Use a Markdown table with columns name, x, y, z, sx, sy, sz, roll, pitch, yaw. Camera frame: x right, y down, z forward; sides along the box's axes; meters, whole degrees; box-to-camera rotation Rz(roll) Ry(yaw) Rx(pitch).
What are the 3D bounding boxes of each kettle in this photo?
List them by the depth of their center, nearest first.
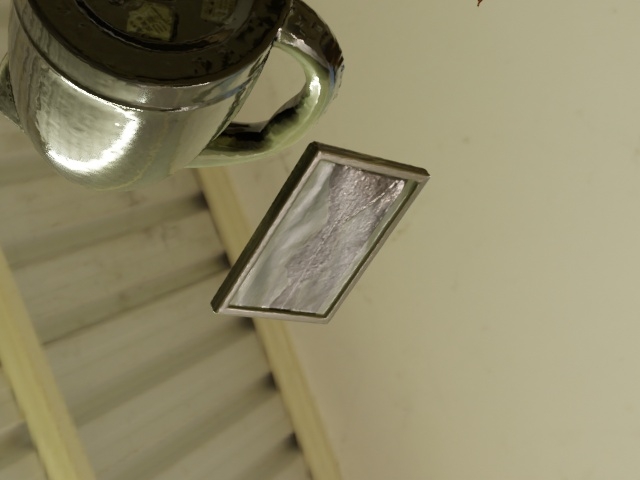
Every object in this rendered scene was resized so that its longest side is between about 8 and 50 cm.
| name | x | y | z | sx | sy | sz | roll | pitch | yaw |
| --- | --- | --- | --- | --- | --- | --- | --- | --- | --- |
| kettle | -0.141 | -0.157 | 1.064 | 0.321 | 0.324 | 0.228 | 7 | -114 | -18 |

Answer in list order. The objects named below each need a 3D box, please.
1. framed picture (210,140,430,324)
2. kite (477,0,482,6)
| name | x | y | z | sx | sy | sz | roll | pitch | yaw |
| --- | --- | --- | --- | --- | --- | --- | --- | --- | --- |
| framed picture | 0.000 | 0.000 | 1.091 | 0.150 | 0.203 | 0.015 | 10 | -146 | -41 |
| kite | 0.224 | -0.100 | 0.374 | 0.234 | 0.321 | 0.016 | 142 | 126 | -78 |
